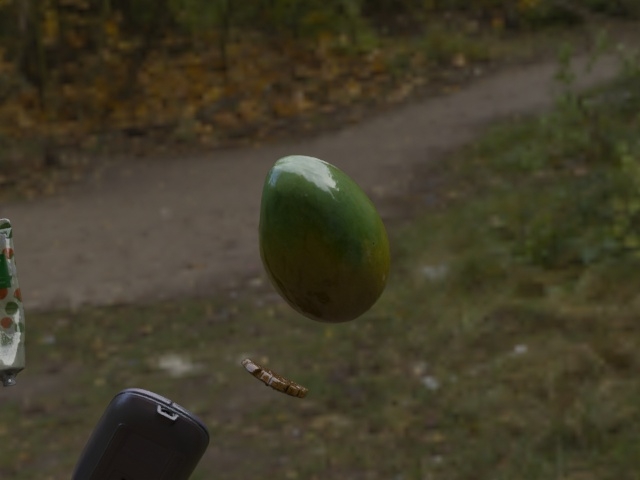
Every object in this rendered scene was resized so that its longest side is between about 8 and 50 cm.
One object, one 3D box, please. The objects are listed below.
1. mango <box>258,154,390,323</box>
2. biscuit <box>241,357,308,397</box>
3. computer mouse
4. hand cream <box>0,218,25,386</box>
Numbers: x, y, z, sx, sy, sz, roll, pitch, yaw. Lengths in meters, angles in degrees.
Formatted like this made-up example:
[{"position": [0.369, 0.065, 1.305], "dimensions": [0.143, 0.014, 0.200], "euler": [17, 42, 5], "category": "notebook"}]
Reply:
[{"position": [0.000, 0.000, 1.644], "dimensions": [0.130, 0.194, 0.092], "euler": [-6, 39, 27], "category": "mango"}, {"position": [-0.049, 0.160, 1.932], "dimensions": [0.092, 0.016, 0.082], "euler": [30, -2, -42], "category": "biscuit"}, {"position": [-0.202, 0.243, 1.892], "dimensions": [0.120, 0.232, 0.057], "euler": [27, 42, -4], "category": "computer mouse"}, {"position": [-0.321, 0.062, 1.682], "dimensions": [0.057, 0.165, 0.037], "euler": [-10, -4, -12], "category": "hand cream"}]
